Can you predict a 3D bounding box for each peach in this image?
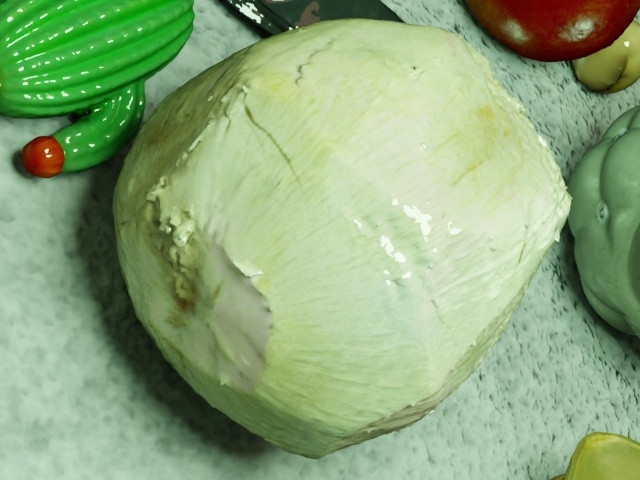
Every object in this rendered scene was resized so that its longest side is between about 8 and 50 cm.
[{"bbox_3d":[0.212,-0.251,1.580,0.197,0.197,0.197,17,62,-35],"label":"peach"}]

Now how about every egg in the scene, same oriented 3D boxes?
[{"bbox_3d":[0.274,-0.176,1.659,0.071,0.083,0.071,11,64,-23],"label":"egg"}]

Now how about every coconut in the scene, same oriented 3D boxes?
[{"bbox_3d":[0.000,0.000,1.218,0.297,0.297,0.254,56,39,-8],"label":"coconut"}]

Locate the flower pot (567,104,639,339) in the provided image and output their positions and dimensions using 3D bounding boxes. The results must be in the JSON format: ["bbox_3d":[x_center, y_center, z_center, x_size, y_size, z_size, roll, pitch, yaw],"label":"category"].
[{"bbox_3d":[0.334,-0.016,1.540,0.246,0.246,0.195,48,16,-14],"label":"flower pot"}]

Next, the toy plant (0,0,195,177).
[{"bbox_3d":[-0.181,-0.126,1.250,0.154,0.088,0.240,53,53,-30],"label":"toy plant"}]

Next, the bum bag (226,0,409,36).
[{"bbox_3d":[-0.013,-0.194,1.437,0.248,0.060,0.123,43,51,-18],"label":"bum bag"}]

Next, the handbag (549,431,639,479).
[{"bbox_3d":[0.264,0.369,1.338,0.283,0.133,0.401,21,56,-2],"label":"handbag"}]
